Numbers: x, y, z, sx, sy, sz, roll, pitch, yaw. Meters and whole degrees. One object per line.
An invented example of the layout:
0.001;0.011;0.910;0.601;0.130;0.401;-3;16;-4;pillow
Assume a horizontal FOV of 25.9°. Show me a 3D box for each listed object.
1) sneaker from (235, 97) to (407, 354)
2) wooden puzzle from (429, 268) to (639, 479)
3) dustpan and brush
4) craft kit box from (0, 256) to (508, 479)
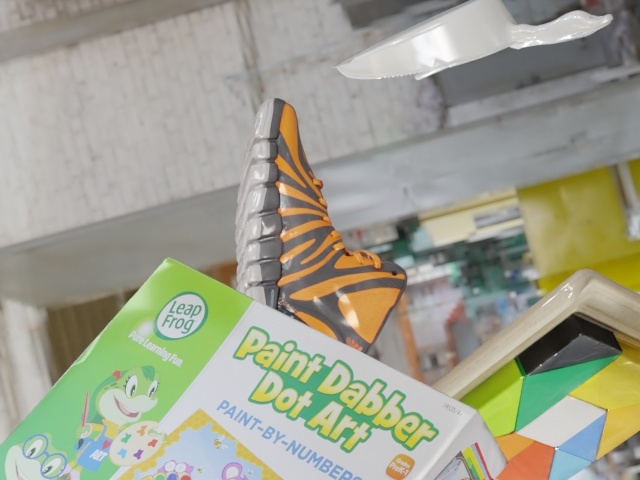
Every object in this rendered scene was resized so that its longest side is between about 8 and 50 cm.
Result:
0.000;0.000;1.546;0.124;0.180;0.321;123;149;-71;sneaker
0.177;0.122;1.035;0.239;0.221;0.044;20;-142;-44;wooden puzzle
0.134;-0.166;1.129;0.147;0.211;0.060;-35;-77;-52;dustpan and brush
-0.072;0.148;0.728;0.250;0.246;0.061;23;152;42;craft kit box
